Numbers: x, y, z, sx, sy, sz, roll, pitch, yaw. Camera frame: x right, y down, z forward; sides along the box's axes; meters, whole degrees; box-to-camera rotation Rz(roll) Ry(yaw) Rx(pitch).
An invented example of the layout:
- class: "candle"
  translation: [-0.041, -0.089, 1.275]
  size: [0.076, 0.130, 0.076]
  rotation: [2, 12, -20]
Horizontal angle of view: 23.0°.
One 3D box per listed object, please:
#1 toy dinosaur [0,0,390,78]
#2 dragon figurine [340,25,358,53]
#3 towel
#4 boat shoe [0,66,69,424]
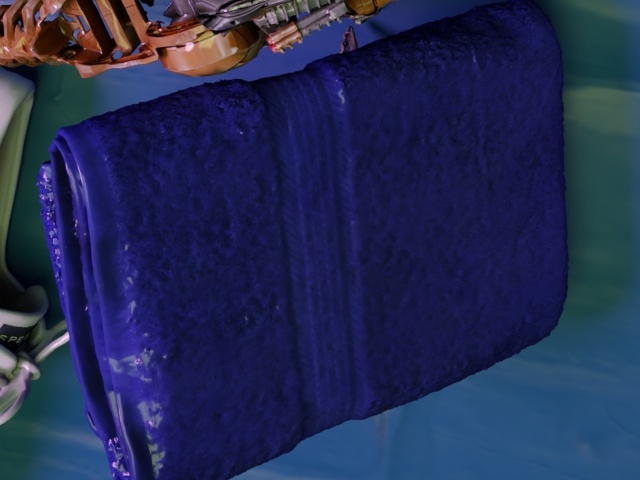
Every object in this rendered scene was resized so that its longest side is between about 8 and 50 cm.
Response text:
- class: "toy dinosaur"
  translation: [-0.051, -0.156, 0.812]
  size: [0.321, 0.218, 0.164]
  rotation: [3, 120, 9]
- class: "dragon figurine"
  translation: [-0.065, -0.001, 0.974]
  size: [0.144, 0.085, 0.289]
  rotation: [15, 124, -1]
- class: "towel"
  translation: [0.000, 0.000, 0.878]
  size: [0.308, 0.076, 0.228]
  rotation: [-19, 120, -26]
- class: "boat shoe"
  translation: [-0.229, 0.055, 1.026]
  size: [0.156, 0.136, 0.367]
  rotation: [11, 110, 1]
